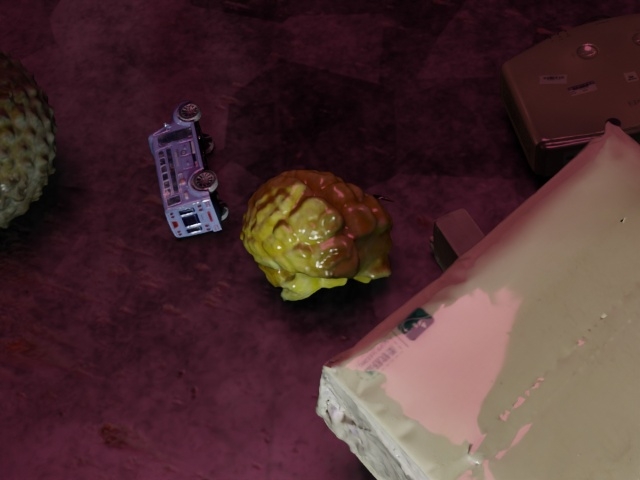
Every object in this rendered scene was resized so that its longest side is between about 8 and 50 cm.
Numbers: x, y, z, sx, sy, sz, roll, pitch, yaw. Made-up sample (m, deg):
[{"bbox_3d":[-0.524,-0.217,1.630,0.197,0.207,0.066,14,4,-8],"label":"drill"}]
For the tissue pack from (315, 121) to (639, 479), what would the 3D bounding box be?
[{"bbox_3d":[0.224,0.122,0.971,0.380,0.207,0.297,-41,75,-18],"label":"tissue pack"}]

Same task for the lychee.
[{"bbox_3d":[-0.444,-0.121,1.265,0.255,0.274,0.255,-1,86,10],"label":"lychee"}]

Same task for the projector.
[{"bbox_3d":[0.356,-0.178,1.273,0.269,0.088,0.193,-13,52,-1],"label":"projector"}]

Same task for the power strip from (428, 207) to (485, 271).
[{"bbox_3d":[0.174,0.044,1.149,0.042,0.075,0.175,-23,55,-11],"label":"power strip"}]

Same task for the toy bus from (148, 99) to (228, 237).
[{"bbox_3d":[-0.163,-0.089,1.299,0.076,0.073,0.167,-16,54,0],"label":"toy bus"}]

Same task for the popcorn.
[{"bbox_3d":[0.004,-0.011,1.172,0.173,0.173,0.142,6,63,13],"label":"popcorn"}]
